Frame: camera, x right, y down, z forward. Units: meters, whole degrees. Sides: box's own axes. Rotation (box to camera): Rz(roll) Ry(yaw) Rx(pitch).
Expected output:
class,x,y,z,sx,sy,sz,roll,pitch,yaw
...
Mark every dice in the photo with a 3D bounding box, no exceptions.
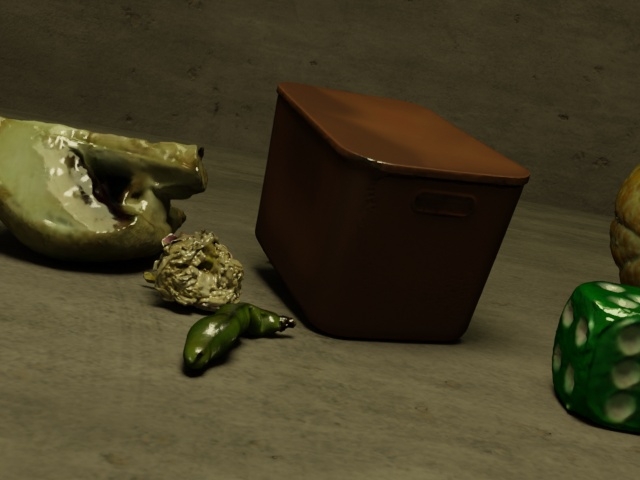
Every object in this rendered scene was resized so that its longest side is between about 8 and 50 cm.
class,x,y,z,sx,sy,sz,roll,pitch,yaw
dice,0.323,0.121,0.867,0.130,0.129,0.120,11,12,1

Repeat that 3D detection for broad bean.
class,x,y,z,sx,sy,sz,roll,pitch,yaw
broad bean,-0.094,0.091,0.859,0.061,0.046,0.195,13,10,25

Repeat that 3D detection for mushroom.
class,x,y,z,sx,sy,sz,roll,pitch,yaw
mushroom,-0.301,-0.036,1.141,0.291,0.212,0.217,-1,-30,-7

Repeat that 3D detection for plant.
class,x,y,z,sx,sy,sz,roll,pitch,yaw
plant,-0.159,0.048,0.998,0.121,0.105,0.116,-20,-52,40

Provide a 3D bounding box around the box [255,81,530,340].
class,x,y,z,sx,sy,sz,roll,pitch,yaw
box,0.067,-0.044,1.081,0.239,0.230,0.339,6,21,-23

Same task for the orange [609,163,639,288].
class,x,y,z,sx,sy,sz,roll,pitch,yaw
orange,0.594,-0.004,1.233,0.329,0.330,0.249,17,22,32
